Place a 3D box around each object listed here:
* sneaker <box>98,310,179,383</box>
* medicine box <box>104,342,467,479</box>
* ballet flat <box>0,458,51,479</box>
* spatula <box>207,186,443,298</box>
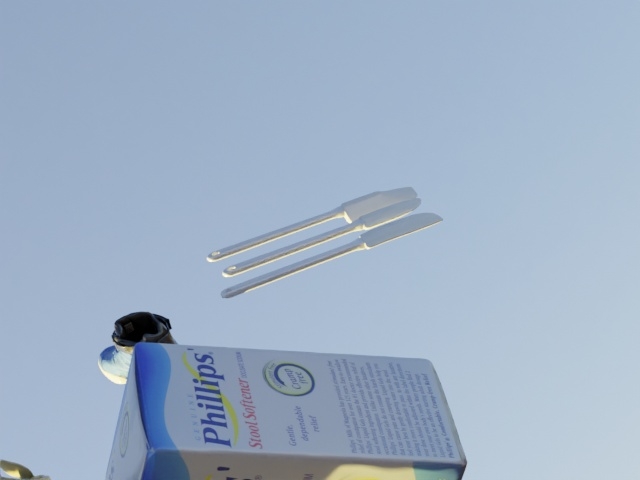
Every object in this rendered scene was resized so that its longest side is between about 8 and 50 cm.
[{"bbox_3d":[-0.195,0.108,2.024,0.058,0.152,0.084,-38,-63,-26],"label":"sneaker"},{"bbox_3d":[-0.048,0.244,1.761,0.289,0.149,0.263,4,-54,-16],"label":"medicine box"},{"bbox_3d":[-0.305,0.224,1.759,0.057,0.052,0.168,-20,-25,26],"label":"ballet flat"},{"bbox_3d":[0.000,0.000,2.051,0.242,0.168,0.019,-21,-69,-4],"label":"spatula"}]
